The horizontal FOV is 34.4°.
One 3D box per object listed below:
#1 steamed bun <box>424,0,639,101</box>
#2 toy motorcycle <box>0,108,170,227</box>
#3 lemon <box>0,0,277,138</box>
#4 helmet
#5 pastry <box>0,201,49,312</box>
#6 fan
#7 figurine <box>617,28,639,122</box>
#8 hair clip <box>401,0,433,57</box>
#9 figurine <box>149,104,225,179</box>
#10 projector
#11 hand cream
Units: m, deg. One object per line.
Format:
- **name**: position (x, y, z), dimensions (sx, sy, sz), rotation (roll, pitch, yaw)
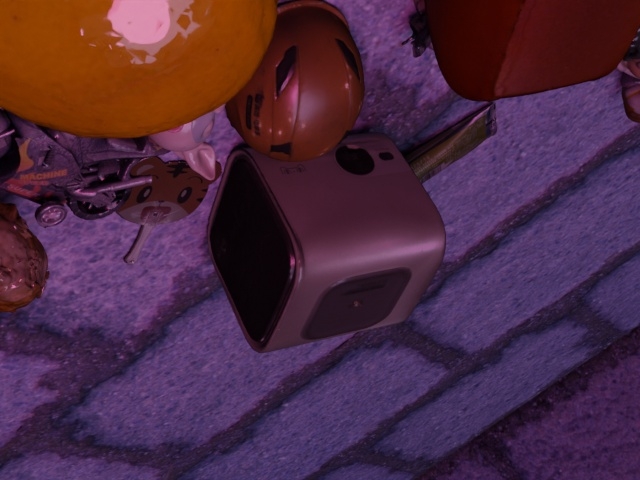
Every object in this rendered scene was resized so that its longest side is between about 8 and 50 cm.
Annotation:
- **steamed bun**: position (0.253, -0.357, 1.214), dimensions (0.235, 0.248, 0.379), rotation (-13, 146, -18)
- **toy motorcycle**: position (-0.317, -0.116, 1.243), dimensions (0.173, 0.108, 0.307), rotation (-45, 148, 15)
- **lemon**: position (-0.199, -0.252, 0.926), dimensions (0.348, 0.348, 0.348), rotation (-21, 148, -14)
- **helmet**: position (-0.022, -0.189, 1.353), dimensions (0.198, 0.130, 0.224), rotation (-16, 146, -27)
- **pastry**: position (-0.451, 0.010, 1.236), dimensions (0.257, 0.121, 0.236), rotation (7, 164, 13)
- **fan**: position (-0.243, -0.040, 1.506), dimensions (0.152, 0.008, 0.226), rotation (-1, 138, -39)
- **figurine**: position (0.534, -0.293, 1.612), dimensions (0.261, 0.186, 0.382), rotation (-20, 156, 6)
- **hair clip**: position (0.185, -0.326, 1.407), dimensions (0.187, 0.056, 0.146), rotation (-40, 148, 2)
- **figurine**: position (-0.173, -0.179, 1.250), dimensions (0.155, 0.127, 0.235), rotation (-62, 147, -7)
- **projector**: position (0.000, 0.000, 1.528), dimensions (0.249, 0.248, 0.248), rotation (-10, 144, -29)
- **hand cream**: position (0.191, -0.141, 1.685), dimensions (0.235, 0.055, 0.086), rotation (-33, 152, -8)
